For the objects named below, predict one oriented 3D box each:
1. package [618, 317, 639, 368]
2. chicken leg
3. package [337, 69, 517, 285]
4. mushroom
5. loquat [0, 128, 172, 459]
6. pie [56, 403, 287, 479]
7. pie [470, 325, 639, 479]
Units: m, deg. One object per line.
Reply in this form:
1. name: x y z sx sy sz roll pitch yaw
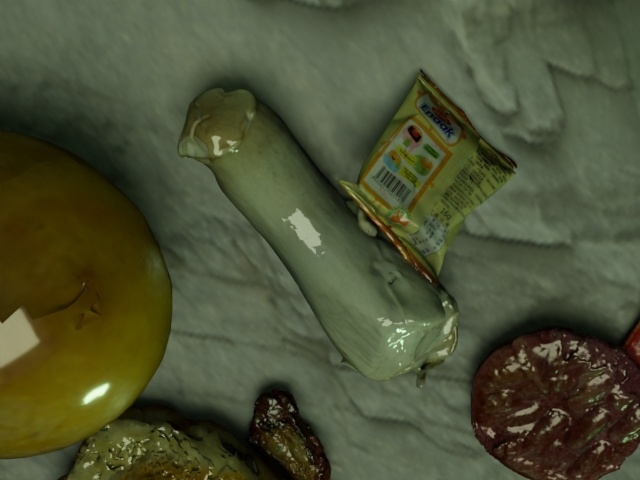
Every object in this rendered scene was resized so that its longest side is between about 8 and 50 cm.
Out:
1. package: 0.293 0.056 1.063 0.083 0.022 0.200 25 114 -12
2. chicken leg: -0.021 0.183 1.112 0.062 0.037 0.145 -13 117 21
3. package: 0.078 -0.045 0.980 0.108 0.031 0.121 43 71 -19
4. mushroom: 0.001 0.000 0.995 0.099 0.096 0.278 -37 106 14
5. loquat: -0.219 0.039 0.936 0.235 0.235 0.235 0 115 -1
6. pie: -0.115 0.285 1.131 0.308 0.085 0.308 0 116 -1
7. pie: 0.188 0.134 1.082 0.154 0.036 0.155 4 122 6
